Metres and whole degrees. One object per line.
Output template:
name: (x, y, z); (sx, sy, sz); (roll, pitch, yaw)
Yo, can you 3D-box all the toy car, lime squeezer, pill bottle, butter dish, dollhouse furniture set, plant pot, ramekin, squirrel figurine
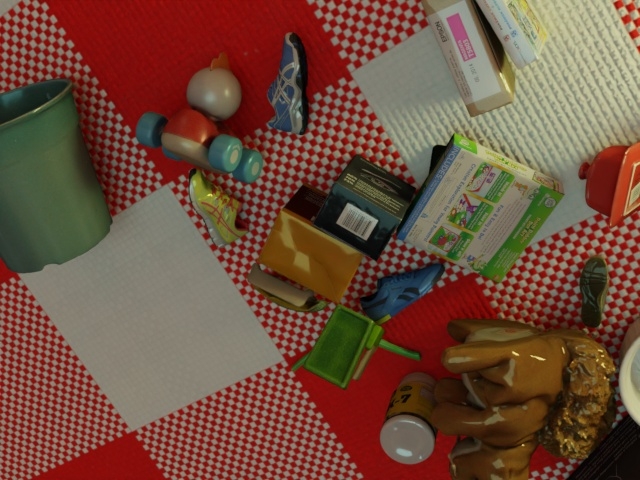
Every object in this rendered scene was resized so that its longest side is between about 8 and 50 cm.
toy car: (-0.221, -0.269, 1.853); (0.219, 0.210, 0.238); (19, 88, 21)
lime squeezer: (0.066, 0.239, 2.038); (0.310, 0.059, 0.110); (-8, 139, 17)
pill bottle: (0.205, 0.385, 1.962); (0.119, 0.208, 0.119); (5, 113, 12)
butter dish: (0.554, -0.121, 1.711); (0.118, 0.160, 0.160); (19, 117, 32)
dollhouse furniture set: (-0.036, 0.186, 1.907); (0.301, 0.197, 0.151); (26, 84, 14)
plant pot: (-0.630, -0.132, 1.931); (0.341, 0.341, 0.334); (-11, 117, 19)
ramekin: (0.737, 0.257, 1.795); (0.277, 0.135, 0.277); (3, 107, 11)
squirrel figurine: (0.426, 0.368, 1.840); (0.397, 0.281, 0.370); (-1, 98, 3)

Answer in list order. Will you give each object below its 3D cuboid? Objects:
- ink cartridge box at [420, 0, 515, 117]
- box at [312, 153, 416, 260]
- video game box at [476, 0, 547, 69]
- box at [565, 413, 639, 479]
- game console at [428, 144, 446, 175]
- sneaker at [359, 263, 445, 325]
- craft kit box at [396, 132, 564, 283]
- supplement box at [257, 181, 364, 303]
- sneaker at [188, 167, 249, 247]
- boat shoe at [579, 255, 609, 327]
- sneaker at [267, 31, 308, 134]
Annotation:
ink cartridge box: (0.278, -0.365, 1.644); (0.088, 0.193, 0.234); (-20, 105, 21)
box: (0.093, -0.071, 1.807); (0.153, 0.207, 0.108); (30, 115, 3)
video game box: (0.337, -0.416, 1.603); (0.048, 0.205, 0.187); (-31, 100, 28)
box: (0.667, 0.570, 1.810); (0.212, 0.395, 0.293); (33, 117, 1)
game console: (0.286, -0.130, 1.839); (0.122, 0.071, 0.107); (9, 144, 12)
sneaker: (0.173, 0.101, 1.934); (0.209, 0.069, 0.082); (-38, 94, 25)
craft kit box: (0.317, -0.060, 1.795); (0.247, 0.061, 0.250); (25, 123, -7)
supplement box: (0.000, 0.000, 1.868); (0.191, 0.194, 0.129); (28, 115, 3)
sneaker: (-0.222, -0.081, 1.954); (0.094, 0.081, 0.208); (-17, 129, 12)
boat shoe: (0.569, 0.103, 1.846); (0.056, 0.048, 0.153); (3, 106, 27)
sneaker: (-0.069, -0.318, 1.821); (0.081, 0.080, 0.211); (5, 112, 10)
